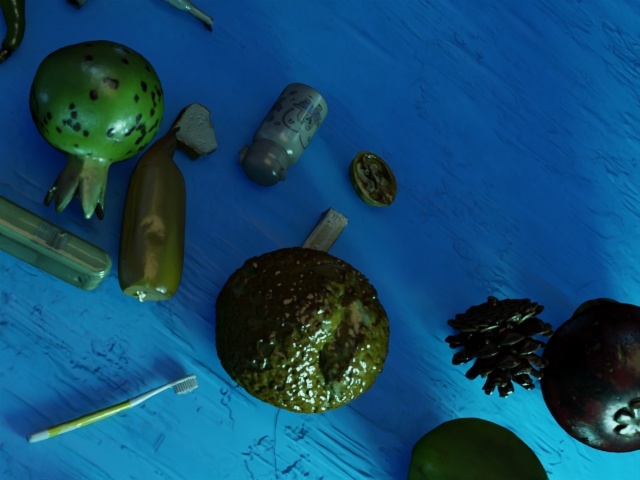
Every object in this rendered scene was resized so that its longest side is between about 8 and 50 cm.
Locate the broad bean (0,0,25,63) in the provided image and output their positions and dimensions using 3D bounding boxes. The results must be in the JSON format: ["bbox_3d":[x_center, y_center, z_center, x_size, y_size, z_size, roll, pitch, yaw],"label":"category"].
[{"bbox_3d":[-0.563,-0.449,1.687,0.098,0.056,0.318,6,69,-25],"label":"broad bean"}]

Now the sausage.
[{"bbox_3d":[-0.278,-0.055,1.635,0.112,0.112,0.328,12,64,-22],"label":"sausage"}]

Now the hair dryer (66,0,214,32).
[{"bbox_3d":[-0.352,-0.461,1.797,0.229,0.092,0.267,-37,98,-26],"label":"hair dryer"}]

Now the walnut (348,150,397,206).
[{"bbox_3d":[0.096,-0.114,1.882,0.091,0.052,0.121,-23,83,-34],"label":"walnut"}]

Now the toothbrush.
[{"bbox_3d":[-0.323,0.268,1.527,0.288,0.021,0.024,-17,68,-31],"label":"toothbrush"}]

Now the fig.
[{"bbox_3d":[0.274,0.418,1.621,0.239,0.271,0.239,6,78,-32],"label":"fig"}]

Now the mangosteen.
[{"bbox_3d":[0.563,0.251,1.837,0.311,0.311,0.311,10,65,-23],"label":"mangosteen"}]

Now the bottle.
[{"bbox_3d":[-0.077,-0.196,1.805,0.110,0.097,0.209,19,57,18],"label":"bottle"}]

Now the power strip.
[{"bbox_3d":[-0.513,-0.035,1.517,0.388,0.092,0.066,29,58,-15],"label":"power strip"}]

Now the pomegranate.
[{"bbox_3d":[-0.375,-0.191,1.610,0.231,0.231,0.285,0,109,-27],"label":"pomegranate"}]

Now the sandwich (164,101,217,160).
[{"bbox_3d":[-0.226,-0.199,1.764,0.093,0.036,0.104,30,58,-12],"label":"sandwich"}]

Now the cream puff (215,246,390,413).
[{"bbox_3d":[-0.017,0.144,1.624,0.303,0.212,0.303,13,62,-27],"label":"cream puff"}]

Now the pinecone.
[{"bbox_3d":[0.339,0.198,1.797,0.208,0.208,0.207,10,65,-23],"label":"pinecone"}]

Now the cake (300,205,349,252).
[{"bbox_3d":[0.000,0.000,1.801,0.052,0.065,0.121,37,80,-9],"label":"cake"}]
